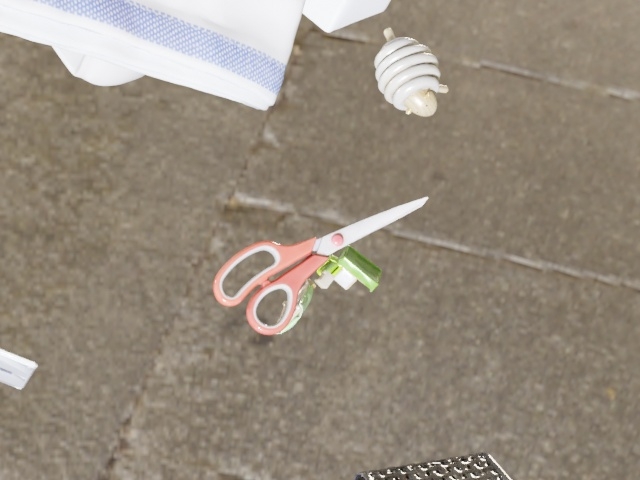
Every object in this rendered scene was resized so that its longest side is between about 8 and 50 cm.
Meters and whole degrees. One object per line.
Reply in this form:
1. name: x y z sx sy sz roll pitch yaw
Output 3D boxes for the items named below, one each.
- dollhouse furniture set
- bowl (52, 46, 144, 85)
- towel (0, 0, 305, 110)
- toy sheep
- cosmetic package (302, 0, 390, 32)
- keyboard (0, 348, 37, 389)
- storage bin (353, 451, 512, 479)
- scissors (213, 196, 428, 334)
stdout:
1. dollhouse furniture set: 0.009 0.074 1.634 0.058 0.151 0.076 40 28 -10
2. bowl: -0.176 -0.182 0.924 0.053 0.142 0.142 -33 89 -24
3. towel: -0.050 -0.207 0.535 0.209 0.285 0.034 14 7 -46
4. toy sheep: 0.111 -0.214 1.614 0.091 0.091 0.132 -16 65 -28
5. cosmetic package: -0.071 -0.494 1.571 0.453 0.230 0.161 40 35 12
6. keyboard: -0.310 0.118 1.202 0.072 0.256 0.014 18 75 -12
7. storage bin: 0.083 0.211 0.696 0.084 0.122 0.180 -7 22 -17
8. scissors: 0.000 0.000 1.582 0.297 0.021 0.109 -40 89 -15
